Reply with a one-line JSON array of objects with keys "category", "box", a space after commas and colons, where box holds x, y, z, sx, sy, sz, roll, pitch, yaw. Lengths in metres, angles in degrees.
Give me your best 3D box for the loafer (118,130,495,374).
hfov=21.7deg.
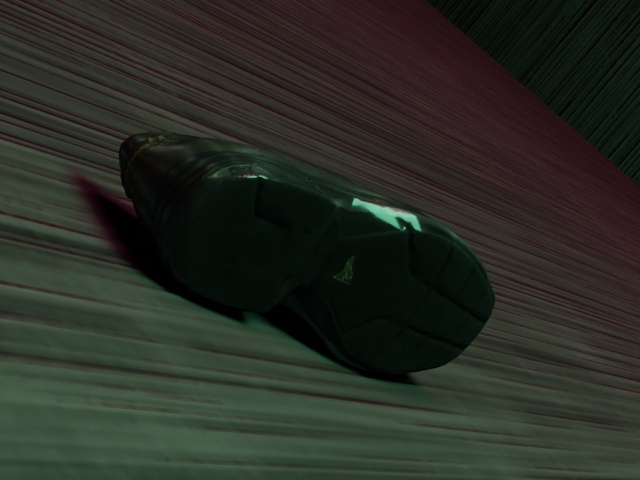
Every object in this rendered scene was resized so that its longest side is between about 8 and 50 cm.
[{"category": "loafer", "box": [0.000, 0.000, 0.595, 0.170, 0.062, 0.061, 29, 10, -46]}]
